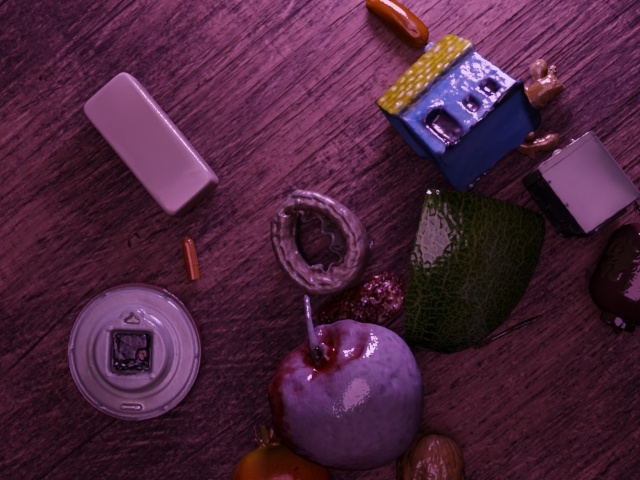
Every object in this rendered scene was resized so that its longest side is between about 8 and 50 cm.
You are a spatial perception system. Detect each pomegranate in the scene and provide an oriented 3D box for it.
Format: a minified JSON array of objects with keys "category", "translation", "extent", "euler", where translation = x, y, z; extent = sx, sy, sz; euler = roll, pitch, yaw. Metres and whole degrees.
[{"category":"pomegranate","translation":[-0.090,0.519,1.771],"extent":[0.221,0.221,0.256],"euler":[-14,79,6]}]

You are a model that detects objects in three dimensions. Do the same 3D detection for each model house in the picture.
[{"category":"model house","translation":[0.282,-0.288,1.756],"extent":[0.237,0.215,0.303],"euler":[-42,53,4]}]

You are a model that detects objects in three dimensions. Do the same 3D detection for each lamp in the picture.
[{"category":"lamp","translation":[0.665,0.075,1.707],"extent":[0.180,0.180,0.257],"euler":[24,90,7]}]

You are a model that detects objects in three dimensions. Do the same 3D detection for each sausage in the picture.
[{"category":"sausage","translation":[-0.300,0.039,1.895],"extent":[0.031,0.031,0.107],"euler":[-12,86,6]},{"category":"sausage","translation":[0.176,-0.497,1.843],"extent":[0.183,0.054,0.062],"euler":[44,65,8]}]

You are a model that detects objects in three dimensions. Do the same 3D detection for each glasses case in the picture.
[{"category":"glasses case","translation":[-0.389,-0.218,1.889],"extent":[0.144,0.076,0.336],"euler":[-39,85,5]}]

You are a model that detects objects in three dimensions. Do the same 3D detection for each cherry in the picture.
[{"category":"cherry","translation":[0.071,0.319,1.692],"extent":[0.335,0.291,0.326],"euler":[25,115,-24]}]

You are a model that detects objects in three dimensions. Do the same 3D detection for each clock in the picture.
[{"category":"clock","translation":[-0.426,0.253,1.879],"extent":[0.319,0.080,0.318],"euler":[0,89,7]}]

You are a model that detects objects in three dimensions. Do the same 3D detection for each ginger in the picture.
[{"category":"ginger","translation":[0.462,-0.282,1.804],"extent":[0.176,0.052,0.193],"euler":[-26,87,5]}]

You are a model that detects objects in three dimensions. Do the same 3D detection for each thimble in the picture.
[{"category":"thimble","translation":[-0.001,0.007,1.806],"extent":[0.229,0.148,0.196],"euler":[43,95,8]}]

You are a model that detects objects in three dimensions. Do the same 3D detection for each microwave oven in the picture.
[{"category":"microwave oven","translation":[0.531,-0.100,1.696],"extent":[0.145,0.240,0.193],"euler":[-33,85,4]}]

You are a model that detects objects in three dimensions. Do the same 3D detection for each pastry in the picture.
[{"category":"pastry","translation":[0.093,0.149,1.802],"extent":[0.209,0.115,0.097],"euler":[-29,97,19]}]

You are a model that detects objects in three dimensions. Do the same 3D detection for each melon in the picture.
[{"category":"melon","translation":[0.298,0.078,1.758],"extent":[0.331,0.226,0.343],"euler":[10,89,-37]}]

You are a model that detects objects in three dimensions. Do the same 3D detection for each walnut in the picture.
[{"category":"walnut","translation":[0.236,0.502,1.762],"extent":[0.156,0.155,0.184],"euler":[1,88,7]}]

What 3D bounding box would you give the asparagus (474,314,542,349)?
[{"category":"asparagus","translation":[0.414,0.202,1.816],"extent":[0.166,0.013,0.016],"euler":[-26,75,5]}]
